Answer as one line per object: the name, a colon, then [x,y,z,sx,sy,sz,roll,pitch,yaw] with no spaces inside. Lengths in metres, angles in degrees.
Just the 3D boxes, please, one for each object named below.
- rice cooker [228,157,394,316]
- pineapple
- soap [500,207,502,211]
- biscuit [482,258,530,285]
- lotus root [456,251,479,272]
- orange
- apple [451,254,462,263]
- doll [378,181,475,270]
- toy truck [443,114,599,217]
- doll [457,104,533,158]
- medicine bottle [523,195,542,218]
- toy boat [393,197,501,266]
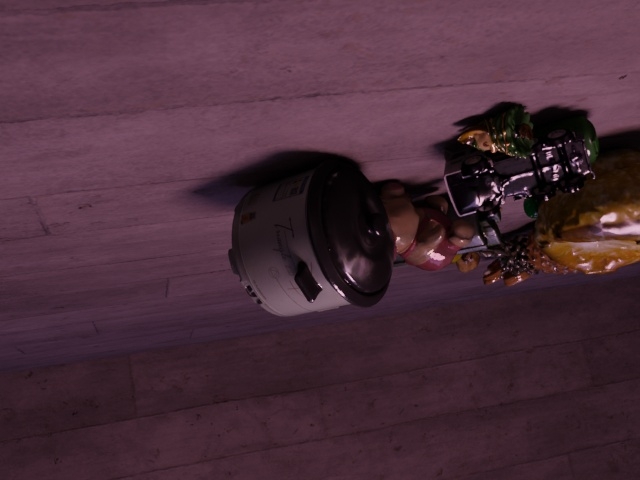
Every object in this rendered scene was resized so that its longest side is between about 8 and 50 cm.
rice cooker: [0.000,0.000,1.231,0.227,0.241,0.280,-15,-154,32]
pineapple: [0.567,0.032,2.049,0.169,0.169,0.340,1,168,-41]
soap: [0.345,-0.047,1.769,0.169,0.033,0.089,-11,170,-3]
biscuit: [0.585,0.068,2.306,0.216,0.047,0.339,-26,-176,-1]
lotus root: [0.425,0.055,2.221,0.072,0.063,0.152,-37,161,-5]
orange: [0.552,-0.061,1.472,0.271,0.210,0.368,-3,169,-1]
apple: [0.319,0.019,1.952,0.090,0.074,0.089,9,160,3]
doll: [0.140,-0.027,1.419,0.256,0.152,0.196,6,172,-20]
toy truck: [0.322,-0.125,1.232,0.243,0.101,0.125,-16,-152,18]
doll: [0.263,-0.169,1.148,0.078,0.076,0.113,8,-172,-44]
medicine bottle: [0.588,-0.092,1.678,0.309,0.076,0.111,-6,159,-15]
toy boat: [0.213,-0.009,1.592,0.320,0.141,0.092,-14,130,26]
